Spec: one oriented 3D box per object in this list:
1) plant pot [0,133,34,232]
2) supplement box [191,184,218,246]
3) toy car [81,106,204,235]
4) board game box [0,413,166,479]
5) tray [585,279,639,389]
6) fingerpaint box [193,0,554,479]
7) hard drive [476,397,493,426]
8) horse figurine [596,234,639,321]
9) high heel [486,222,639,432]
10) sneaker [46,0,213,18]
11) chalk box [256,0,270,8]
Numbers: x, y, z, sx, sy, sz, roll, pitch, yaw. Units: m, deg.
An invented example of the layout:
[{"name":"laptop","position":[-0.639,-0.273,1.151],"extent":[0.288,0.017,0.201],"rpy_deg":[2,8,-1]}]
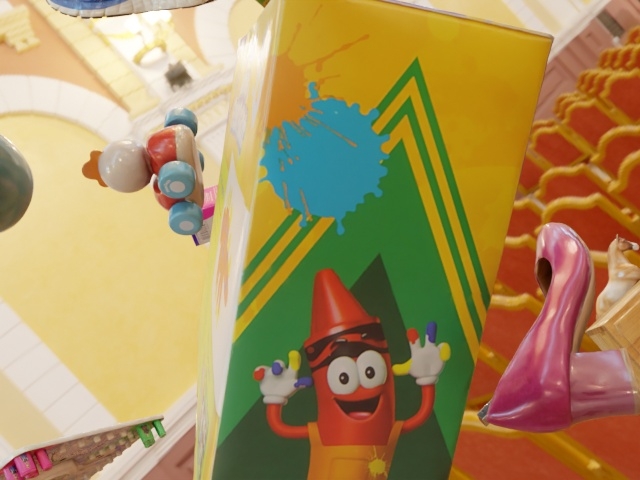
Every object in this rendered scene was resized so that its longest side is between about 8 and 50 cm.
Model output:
[{"name":"plant pot","position":[-0.784,-0.131,1.406],"extent":[0.293,0.293,0.235],"rpy_deg":[-42,-28,10]},{"name":"supplement box","position":[-0.266,-0.088,1.804],"extent":[0.220,0.111,0.114],"rpy_deg":[-18,36,-3]},{"name":"toy car","position":[-0.372,-0.141,1.353],"extent":[0.210,0.238,0.219],"rpy_deg":[90,174,-48]},{"name":"board game box","position":[-0.580,0.521,1.382],"extent":[0.390,0.050,0.390],"rpy_deg":[-40,-22,20]},{"name":"tray","position":[0.762,0.137,1.321],"extent":[0.411,0.202,0.076],"rpy_deg":[-35,-11,-20]},{"name":"fingerpaint box","position":[-0.010,0.004,0.575],"extent":[0.445,0.163,0.370],"rpy_deg":[-128,46,-74]},{"name":"hard drive","position":[0.410,0.358,1.448],"extent":[0.135,0.022,0.094],"rpy_deg":[-44,-30,-4]},{"name":"horse figurine","position":[0.744,0.138,1.558],"extent":[0.066,0.175,0.263],"rpy_deg":[-6,-62,-58]},{"name":"high heel","position":[0.303,0.100,0.912],"extent":[0.182,0.127,0.377],"rpy_deg":[-9,31,11]},{"name":"sneaker","position":[-0.344,-0.482,1.155],"extent":[0.330,0.147,0.129],"rpy_deg":[-4,22,10]},{"name":"chalk box","position":[-0.064,-0.641,1.499],"extent":[0.179,0.180,0.289],"rpy_deg":[-16,-8,19]}]
